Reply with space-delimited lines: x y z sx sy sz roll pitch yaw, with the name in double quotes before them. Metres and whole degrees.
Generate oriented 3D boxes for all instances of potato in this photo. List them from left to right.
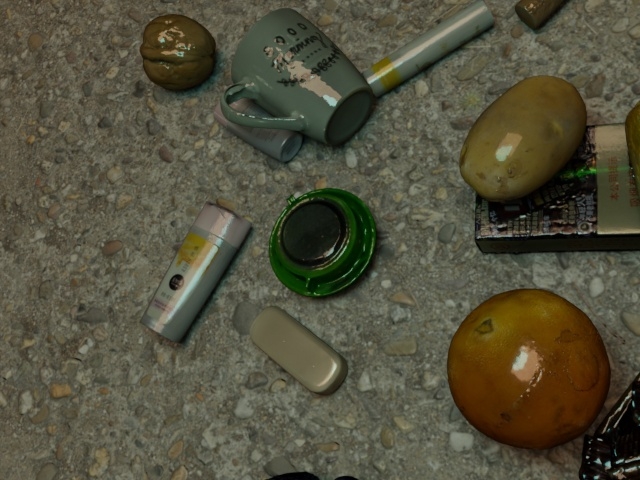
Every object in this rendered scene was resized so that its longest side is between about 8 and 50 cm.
"potato" 0.322 -0.162 1.323 0.150 0.146 0.234 40 86 -1

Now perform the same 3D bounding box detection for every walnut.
"walnut" -0.297 -0.393 1.749 0.166 0.149 0.167 6 107 21

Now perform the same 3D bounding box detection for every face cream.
"face cream" -0.239 0.058 1.587 0.107 0.073 0.269 27 80 20
"face cream" -0.125 -0.228 1.662 0.198 0.057 0.084 38 86 31

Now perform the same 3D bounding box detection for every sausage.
"sausage" 0.472 -0.512 1.528 0.301 0.066 0.066 -47 61 0

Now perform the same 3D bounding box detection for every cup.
"cup" -0.054 -0.276 1.565 0.258 0.186 0.234 -36 65 -22

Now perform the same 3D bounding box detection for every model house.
"model house" 0.485 0.234 1.110 0.316 0.282 0.297 -15 66 15

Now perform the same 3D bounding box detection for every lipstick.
"lipstick" 0.203 -0.363 1.581 0.263 0.059 0.059 -31 62 8

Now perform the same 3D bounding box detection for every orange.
"orange" 0.305 0.189 1.234 0.239 0.240 0.240 -8 68 19

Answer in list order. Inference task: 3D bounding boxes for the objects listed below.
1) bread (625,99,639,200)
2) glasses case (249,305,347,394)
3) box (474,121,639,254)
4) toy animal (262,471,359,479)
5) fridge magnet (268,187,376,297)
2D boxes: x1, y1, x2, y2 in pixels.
"bread" 0.631 -0.088 1.203 0.327 0.148 0.337 -2 71 -1
"glasses case" -0.040 0.192 1.468 0.196 0.050 0.083 37 89 29
"box" 0.414 -0.084 1.375 0.310 0.084 0.198 -2 70 21
"toy animal" -0.050 0.457 1.332 0.298 0.122 0.186 1 81 29
"fridge magnet" 0.000 0.000 1.503 0.207 0.088 0.208 -8 67 19
